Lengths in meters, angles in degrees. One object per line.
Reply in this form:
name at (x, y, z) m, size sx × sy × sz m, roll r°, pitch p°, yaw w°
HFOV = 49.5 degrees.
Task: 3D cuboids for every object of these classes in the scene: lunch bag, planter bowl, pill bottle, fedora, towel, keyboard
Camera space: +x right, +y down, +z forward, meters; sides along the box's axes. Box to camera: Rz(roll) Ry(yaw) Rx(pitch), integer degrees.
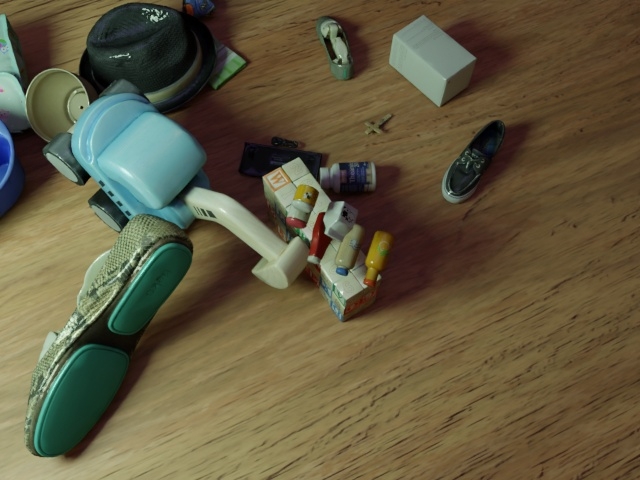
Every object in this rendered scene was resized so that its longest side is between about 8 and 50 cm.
lunch bag at (-0.782, -0.354, 1.576) m, size 0.223 × 0.160 × 0.262 m, roll -13°, pitch 81°, yaw -12°
planter bowl at (-0.558, -0.300, 1.559) m, size 0.162 × 0.109 × 0.162 m, roll 3°, pitch 100°, yaw 16°
pill bottle at (0.060, -0.139, 1.534) m, size 0.120 × 0.067 × 0.067 m, roll -3°, pitch 64°, yaw -3°
fedora at (-0.415, -0.448, 1.614) m, size 0.334 × 0.152 × 0.334 m, roll -1°, pitch 69°, yaw 3°
towel at (-0.273, -0.442, 1.706) m, size 0.152 × 0.023 × 0.113 m, roll 40°, pitch 71°, yaw 14°
keyboard at (-0.089, -0.185, 1.580) m, size 0.180 × 0.023 × 0.108 m, roll 9°, pitch 70°, yaw 2°

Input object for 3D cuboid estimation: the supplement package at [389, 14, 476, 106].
supplement package at (0.266, -0.429, 1.661) m, size 0.105 × 0.105 × 0.179 m, roll -36°, pitch 69°, yaw -18°

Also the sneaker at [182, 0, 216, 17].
sneaker at (-0.311, -0.656, 1.786) m, size 0.087 × 0.083 × 0.221 m, roll 1°, pitch 68°, yaw -15°

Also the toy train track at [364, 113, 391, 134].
toy train track at (0.136, -0.271, 1.632) m, size 0.048 × 0.014 × 0.083 m, roll 39°, pitch 63°, yaw 24°

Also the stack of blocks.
stack of blocks at (0.000, 0.000, 1.407) m, size 0.087 × 0.171 × 0.297 m, roll -30°, pitch 69°, yaw -15°

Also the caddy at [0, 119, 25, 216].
caddy at (-0.779, -0.125, 1.418) m, size 0.241 × 0.179 × 0.341 m, roll 42°, pitch 75°, yaw 3°

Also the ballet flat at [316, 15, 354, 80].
ballet flat at (0.040, -0.490, 1.707) m, size 0.072 × 0.068 × 0.213 m, roll -12°, pitch 64°, yaw -7°

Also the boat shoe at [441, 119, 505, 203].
boat shoe at (0.349, -0.183, 1.557) m, size 0.080 × 0.076 × 0.228 m, roll 36°, pitch 68°, yaw 15°

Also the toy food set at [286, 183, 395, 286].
toy food set at (0.019, -0.004, 1.254) m, size 0.111 × 0.232 × 0.104 m, roll 2°, pitch 69°, yaw 49°

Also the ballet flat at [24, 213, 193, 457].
ballet flat at (-0.417, 0.161, 1.305) m, size 0.182 × 0.164 × 0.483 m, roll 31°, pitch 89°, yaw 38°

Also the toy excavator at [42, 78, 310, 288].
toy excavator at (-0.272, -0.094, 1.374) m, size 0.445 × 0.433 × 0.222 m, roll 14°, pitch 57°, yaw 47°
